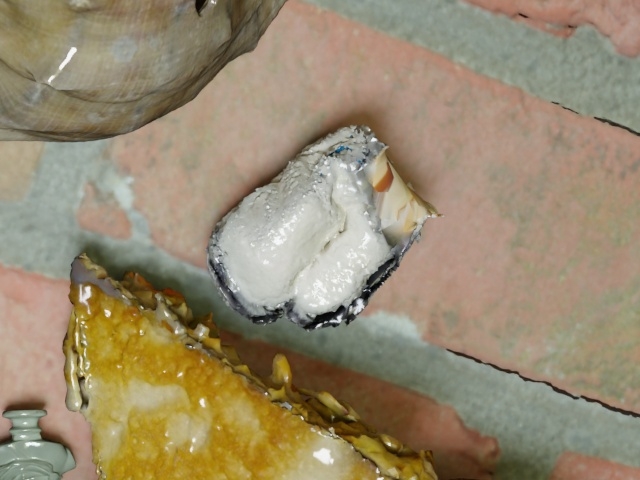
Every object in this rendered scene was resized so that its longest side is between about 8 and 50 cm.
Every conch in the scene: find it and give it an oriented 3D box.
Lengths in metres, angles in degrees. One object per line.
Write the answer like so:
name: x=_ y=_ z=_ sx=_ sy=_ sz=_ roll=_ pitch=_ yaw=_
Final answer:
conch: x=-0.138 y=-0.172 z=1.064 sx=0.324 sy=0.186 sz=0.263 roll=5 pitch=113 yaw=-20

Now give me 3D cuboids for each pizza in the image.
pizza: x=-0.085 y=0.168 z=1.150 sx=0.288 sy=0.074 sz=0.251 roll=37 pitch=110 yaw=14

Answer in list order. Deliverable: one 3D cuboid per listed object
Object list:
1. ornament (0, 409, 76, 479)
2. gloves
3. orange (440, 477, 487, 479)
ornament: x=-0.193 y=0.156 z=1.149 sx=0.068 sy=0.041 sz=0.092 roll=-30 pitch=97 yaw=-20
gloves: x=-0.002 y=-0.002 z=1.183 sx=0.153 sy=0.070 sz=0.114 roll=-40 pitch=116 yaw=-4
orange: x=0.101 y=0.262 z=1.192 sx=0.206 sy=0.206 sz=0.206 roll=-3 pitch=98 yaw=-20
